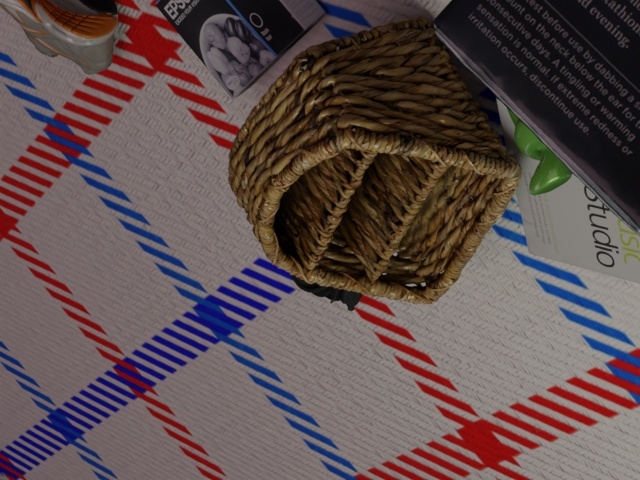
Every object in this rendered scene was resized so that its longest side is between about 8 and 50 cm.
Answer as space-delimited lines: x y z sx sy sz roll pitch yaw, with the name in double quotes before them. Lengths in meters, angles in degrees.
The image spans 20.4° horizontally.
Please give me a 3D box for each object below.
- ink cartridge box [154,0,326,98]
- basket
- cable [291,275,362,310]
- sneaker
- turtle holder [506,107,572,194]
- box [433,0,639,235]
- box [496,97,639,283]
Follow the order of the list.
"ink cartridge box" -0.114 -0.289 2.051 0.208 0.045 0.206 51 147 -2
"basket" 0.042 -0.056 1.907 0.223 0.213 0.299 61 151 19
"cable" 0.000 0.000 2.222 0.150 0.047 0.184 38 148 25
"sneaker" -0.372 -0.298 2.295 0.262 0.099 0.121 36 149 20
"turtle holder" 0.276 -0.196 1.521 0.320 0.243 0.227 129 125 -69
"box" 0.315 -0.213 1.232 0.212 0.293 0.395 47 106 13
"box" 0.330 -0.055 1.766 0.322 0.058 0.232 15 135 39
